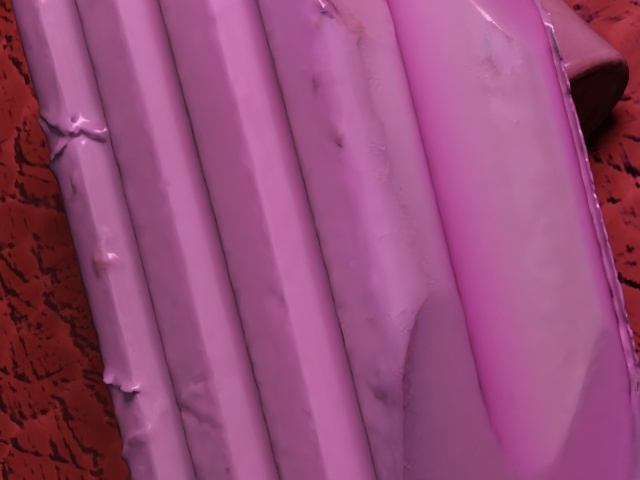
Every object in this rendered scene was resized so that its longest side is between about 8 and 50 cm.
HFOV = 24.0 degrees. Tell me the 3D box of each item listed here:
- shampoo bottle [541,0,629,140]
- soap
[{"bbox_3d":[0.057,-0.141,0.829,0.118,0.087,0.234,-46,63,26],"label":"shampoo bottle"},{"bbox_3d":[0.000,0.000,0.739,0.261,0.156,0.446,-17,86,50],"label":"soap"}]
